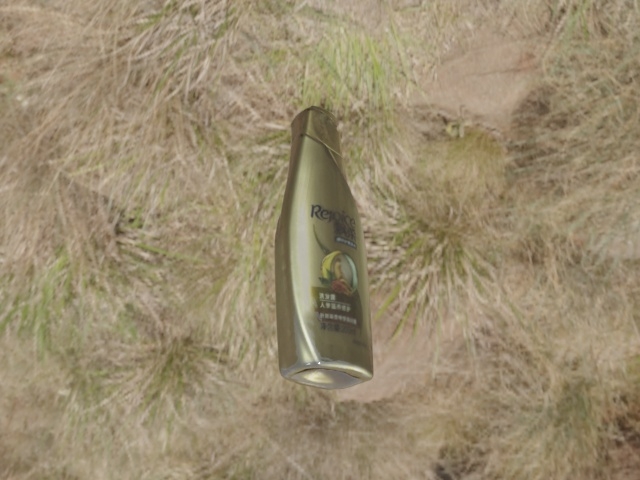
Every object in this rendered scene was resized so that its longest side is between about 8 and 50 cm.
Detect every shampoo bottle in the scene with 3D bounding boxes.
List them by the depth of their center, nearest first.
[{"bbox_3d":[0.000,0.000,1.019,0.126,0.350,0.084,22,145,-38],"label":"shampoo bottle"}]
